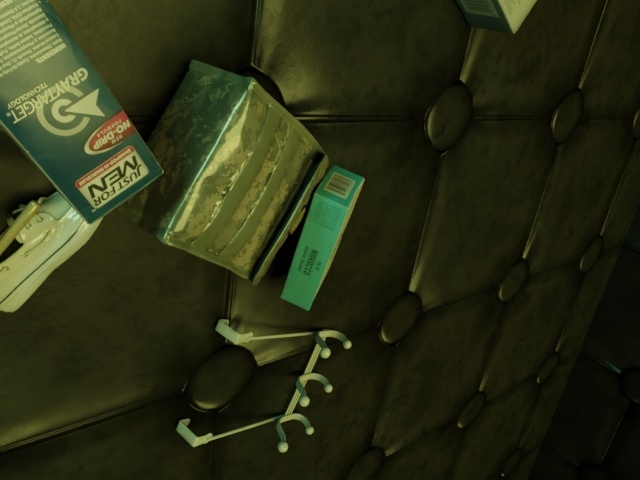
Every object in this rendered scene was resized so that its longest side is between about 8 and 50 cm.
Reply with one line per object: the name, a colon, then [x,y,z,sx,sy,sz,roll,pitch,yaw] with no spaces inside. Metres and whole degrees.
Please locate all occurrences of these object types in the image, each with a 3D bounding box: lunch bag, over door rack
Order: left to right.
lunch bag: [-0.111,-0.073,0.796,0.235,0.168,0.287,-60,145,-3]
over door rack: [-0.089,0.292,1.067,0.324,0.108,0.240,14,103,-45]

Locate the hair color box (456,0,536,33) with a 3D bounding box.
hair color box: [0.374,-0.589,0.963,0.185,0.113,0.375,33,91,-47]

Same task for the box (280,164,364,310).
box: [0.000,0.000,0.927,0.101,0.060,0.244,-61,173,-50]

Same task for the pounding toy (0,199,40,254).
pounding toy: [-0.417,-0.039,0.595,0.181,0.094,0.206,-20,130,-35]

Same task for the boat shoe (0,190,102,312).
boat shoe: [-0.351,-0.009,0.675,0.226,0.083,0.076,-53,138,-3]

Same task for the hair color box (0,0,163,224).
hair color box: [-0.314,-0.194,0.535,0.105,0.173,0.347,-40,134,-16]
